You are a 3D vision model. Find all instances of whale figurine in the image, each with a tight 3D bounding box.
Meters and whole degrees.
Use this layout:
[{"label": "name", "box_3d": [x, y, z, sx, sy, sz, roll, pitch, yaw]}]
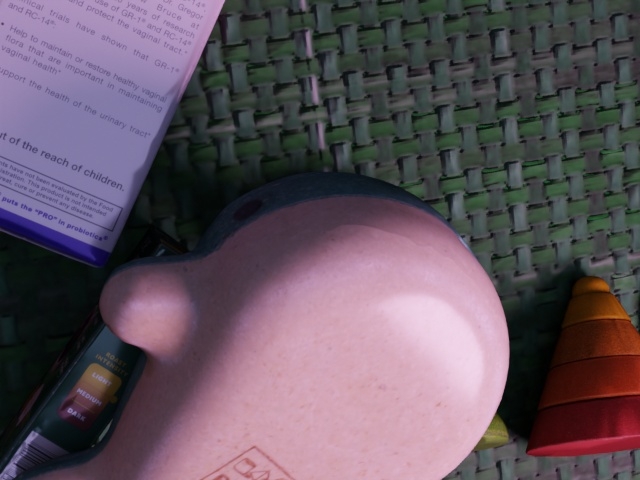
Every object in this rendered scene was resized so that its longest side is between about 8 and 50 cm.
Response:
[{"label": "whale figurine", "box_3d": [-0.037, 0.075, 0.499, 0.272, 0.141, 0.216, -38, 121, 11]}]

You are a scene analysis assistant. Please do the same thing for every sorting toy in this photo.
[{"label": "sorting toy", "box_3d": [0.080, 0.082, 0.637, 0.366, 0.127, 0.126, 2, 71, -14]}]

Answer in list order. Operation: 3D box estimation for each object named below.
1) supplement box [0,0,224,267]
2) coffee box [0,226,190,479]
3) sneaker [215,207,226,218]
[{"label": "supplement box", "box_3d": [-0.133, -0.110, 0.544, 0.114, 0.111, 0.220, 23, 91, -15]}, {"label": "coffee box", "box_3d": [-0.137, 0.079, 0.566, 0.040, 0.113, 0.184, 36, 86, -13]}, {"label": "sneaker", "box_3d": [0.000, 0.000, 0.626, 0.135, 0.052, 0.058, -5, 108, -5]}]
